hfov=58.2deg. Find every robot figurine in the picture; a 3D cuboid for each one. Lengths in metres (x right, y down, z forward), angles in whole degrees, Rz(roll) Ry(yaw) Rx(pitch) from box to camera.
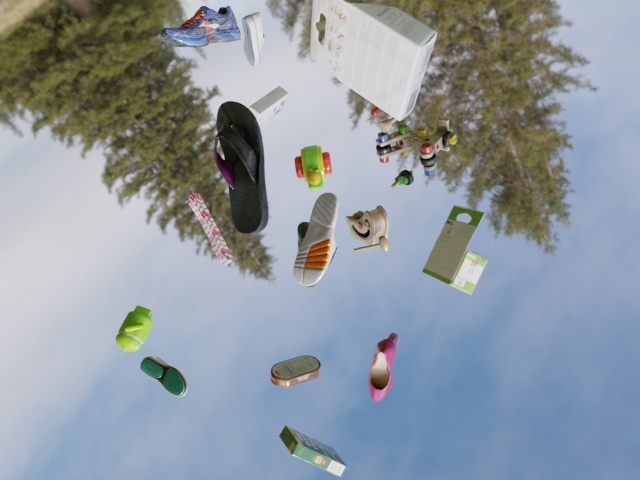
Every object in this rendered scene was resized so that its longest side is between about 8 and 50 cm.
[{"bbox_3d":[-0.449,0.217,1.388,0.101,0.067,0.115,115,-3,-61],"label":"robot figurine"}]

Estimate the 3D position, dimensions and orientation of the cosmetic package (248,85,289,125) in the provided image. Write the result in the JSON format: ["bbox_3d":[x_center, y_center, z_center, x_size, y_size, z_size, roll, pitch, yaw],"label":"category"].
[{"bbox_3d":[-0.223,-0.546,2.377,0.239,0.060,0.099,-50,173,-45],"label":"cosmetic package"}]

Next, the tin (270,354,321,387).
[{"bbox_3d":[-0.086,0.453,2.006,0.189,0.040,0.106,-12,-155,-29],"label":"tin"}]

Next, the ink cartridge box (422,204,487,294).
[{"bbox_3d":[0.466,0.027,1.898,0.255,0.097,0.189,-65,-158,2],"label":"ink cartridge box"}]

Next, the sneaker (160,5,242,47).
[{"bbox_3d":[-0.284,-0.503,1.352,0.083,0.087,0.221,12,-151,36],"label":"sneaker"}]

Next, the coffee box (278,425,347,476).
[{"bbox_3d":[-0.021,0.595,1.626,0.040,0.184,0.113,-58,-157,-4],"label":"coffee box"}]

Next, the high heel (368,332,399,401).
[{"bbox_3d":[0.175,0.394,1.694,0.082,0.244,0.117,26,-154,18],"label":"high heel"}]

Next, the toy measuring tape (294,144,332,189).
[{"bbox_3d":[-0.023,-0.258,1.795,0.121,0.121,0.330,-30,-157,13],"label":"toy measuring tape"}]

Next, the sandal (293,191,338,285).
[{"bbox_3d":[0.009,0.002,1.596,0.101,0.076,0.266,18,-90,32],"label":"sandal"}]

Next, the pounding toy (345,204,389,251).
[{"bbox_3d":[0.177,-0.053,2.318,0.154,0.154,0.269,-23,-156,-24],"label":"pounding toy"}]

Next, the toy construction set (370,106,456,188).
[{"bbox_3d":[0.335,-0.383,2.042,0.237,0.309,0.257,-41,-160,-28],"label":"toy construction set"}]

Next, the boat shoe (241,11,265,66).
[{"bbox_3d":[-0.240,-0.751,2.161,0.075,0.226,0.083,-35,-109,-18],"label":"boat shoe"}]

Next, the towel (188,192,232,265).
[{"bbox_3d":[-0.286,-0.024,1.480,0.029,0.197,0.144,-28,180,-15],"label":"towel"}]

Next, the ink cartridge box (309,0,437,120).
[{"bbox_3d":[0.141,-0.579,1.727,0.385,0.308,0.091,39,-113,16],"label":"ink cartridge box"}]

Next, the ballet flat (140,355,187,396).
[{"bbox_3d":[-0.541,0.483,2.059,0.248,0.086,0.086,25,-117,33],"label":"ballet flat"}]

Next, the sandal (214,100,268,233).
[{"bbox_3d":[-0.261,-0.243,1.837,0.167,0.446,0.107,-16,172,32],"label":"sandal"}]

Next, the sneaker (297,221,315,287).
[{"bbox_3d":[-0.050,0.050,2.387,0.344,0.134,0.146,-86,-167,-49],"label":"sneaker"}]
